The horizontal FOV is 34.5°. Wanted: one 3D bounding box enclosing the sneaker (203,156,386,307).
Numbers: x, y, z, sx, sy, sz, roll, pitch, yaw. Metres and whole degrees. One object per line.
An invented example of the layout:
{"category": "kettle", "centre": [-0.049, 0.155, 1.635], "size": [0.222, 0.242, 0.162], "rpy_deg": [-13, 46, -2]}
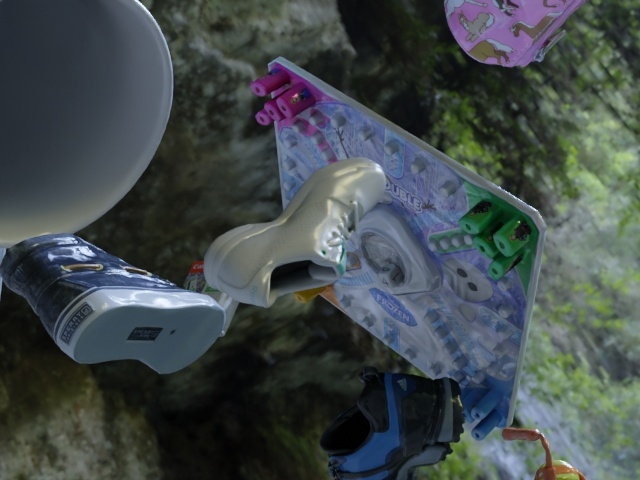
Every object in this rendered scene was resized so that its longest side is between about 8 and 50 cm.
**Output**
{"category": "sneaker", "centre": [0.000, 0.000, 0.953], "size": [0.212, 0.094, 0.080], "rpy_deg": [-36, -45, -29]}

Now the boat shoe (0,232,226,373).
{"category": "boat shoe", "centre": [-0.134, 0.039, 0.700], "size": [0.065, 0.083, 0.183], "rpy_deg": [-51, -22, 6]}

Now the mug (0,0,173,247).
{"category": "mug", "centre": [-0.375, -0.206, 0.993], "size": [0.276, 0.328, 0.374], "rpy_deg": [-53, -35, 0]}

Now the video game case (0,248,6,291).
{"category": "video game case", "centre": [-0.692, 0.017, 1.763], "size": [0.036, 0.329, 0.300], "rpy_deg": [-56, -6, -44]}

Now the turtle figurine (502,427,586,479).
{"category": "turtle figurine", "centre": [0.217, 0.271, 0.843], "size": [0.087, 0.217, 0.269], "rpy_deg": [-13, -30, 1]}

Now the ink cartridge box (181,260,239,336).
{"category": "ink cartridge box", "centre": [-0.106, 0.043, 1.040], "size": [0.063, 0.115, 0.029], "rpy_deg": [-5, -39, 38]}

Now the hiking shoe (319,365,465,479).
{"category": "hiking shoe", "centre": [0.053, 0.259, 1.218], "size": [0.132, 0.113, 0.304], "rpy_deg": [18, -58, -11]}

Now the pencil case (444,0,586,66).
{"category": "pencil case", "centre": [0.295, -0.369, 1.262], "size": [0.167, 0.160, 0.386], "rpy_deg": [22, -27, -9]}

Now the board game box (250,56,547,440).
{"category": "board game box", "centre": [0.075, 0.021, 1.228], "size": [0.050, 0.390, 0.390], "rpy_deg": [-38, -33, -26]}
